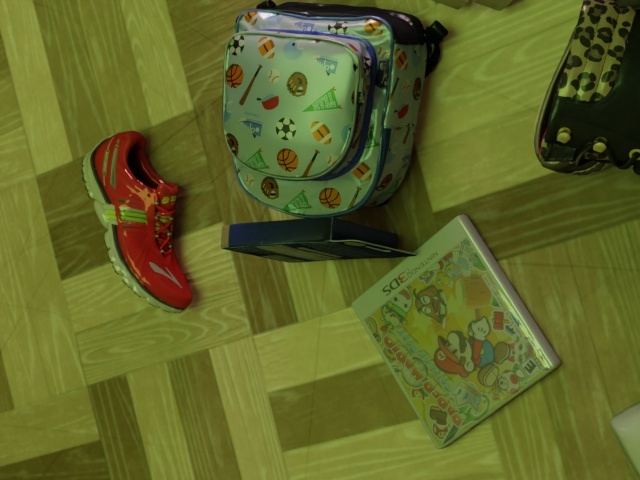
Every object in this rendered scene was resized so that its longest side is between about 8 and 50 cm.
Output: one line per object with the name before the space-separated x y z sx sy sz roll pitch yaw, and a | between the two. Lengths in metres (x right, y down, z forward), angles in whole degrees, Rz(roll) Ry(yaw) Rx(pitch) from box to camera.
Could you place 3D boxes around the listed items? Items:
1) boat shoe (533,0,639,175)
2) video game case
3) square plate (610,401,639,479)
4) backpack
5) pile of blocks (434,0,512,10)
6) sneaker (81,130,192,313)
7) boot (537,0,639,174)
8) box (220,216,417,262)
boat shoe | 0.339 -0.223 1.698 0.116 0.097 0.324 35 112 28
video game case | 0.166 0.117 1.889 0.206 0.026 0.227 -41 71 30
square plate | 0.527 0.278 1.637 0.347 0.049 0.344 -35 73 32
backpack | 0.001 -0.159 1.883 0.276 0.213 0.263 10 110 31
pile of blocks | 0.249 -0.419 1.749 0.149 0.112 0.362 -87 20 -48
sneaker | -0.245 -0.031 2.121 0.118 0.107 0.279 -31 79 23
boot | 0.374 -0.070 1.601 0.284 0.138 0.377 15 100 7
box | 0.000 0.000 1.916 0.225 0.136 0.036 -2 80 40
